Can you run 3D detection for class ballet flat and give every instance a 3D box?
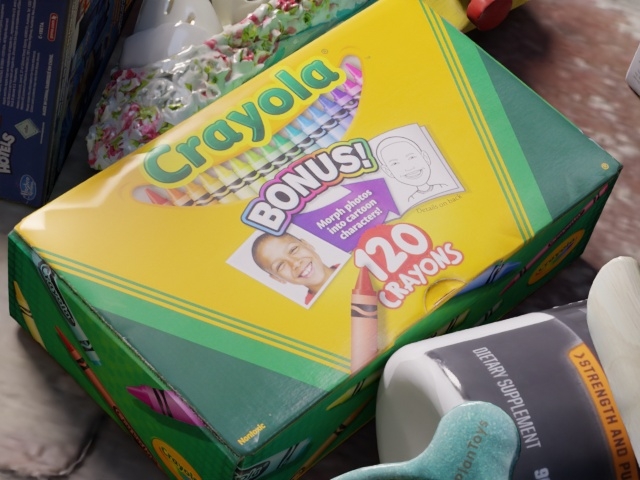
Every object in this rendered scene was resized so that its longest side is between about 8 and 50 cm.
[{"bbox_3d":[-0.055,-0.121,0.938,0.091,0.077,0.241,-6,27,45],"label":"ballet flat"}]

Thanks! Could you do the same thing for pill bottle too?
[{"bbox_3d":[0.160,0.085,0.799,0.245,0.130,0.130,-13,57,-20],"label":"pill bottle"}]

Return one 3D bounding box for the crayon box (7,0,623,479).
[{"bbox_3d":[0.000,0.000,0.864,0.278,0.081,0.165,-35,66,-30],"label":"crayon box"}]

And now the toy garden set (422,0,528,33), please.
[{"bbox_3d":[0.113,-0.229,1.081,0.244,0.049,0.204,-25,60,-27],"label":"toy garden set"}]

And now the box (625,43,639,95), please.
[{"bbox_3d":[0.304,-0.117,0.993,0.203,0.103,0.114,-19,59,-23],"label":"box"}]

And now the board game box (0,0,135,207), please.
[{"bbox_3d":[-0.137,-0.153,0.914,0.060,0.194,0.194,16,38,0],"label":"board game box"}]

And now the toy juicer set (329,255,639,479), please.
[{"bbox_3d":[0.056,0.181,0.643,0.329,0.089,0.209,-41,71,4],"label":"toy juicer set"}]
